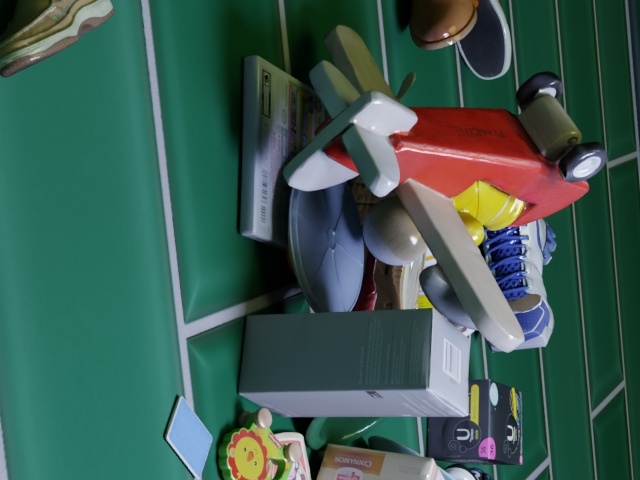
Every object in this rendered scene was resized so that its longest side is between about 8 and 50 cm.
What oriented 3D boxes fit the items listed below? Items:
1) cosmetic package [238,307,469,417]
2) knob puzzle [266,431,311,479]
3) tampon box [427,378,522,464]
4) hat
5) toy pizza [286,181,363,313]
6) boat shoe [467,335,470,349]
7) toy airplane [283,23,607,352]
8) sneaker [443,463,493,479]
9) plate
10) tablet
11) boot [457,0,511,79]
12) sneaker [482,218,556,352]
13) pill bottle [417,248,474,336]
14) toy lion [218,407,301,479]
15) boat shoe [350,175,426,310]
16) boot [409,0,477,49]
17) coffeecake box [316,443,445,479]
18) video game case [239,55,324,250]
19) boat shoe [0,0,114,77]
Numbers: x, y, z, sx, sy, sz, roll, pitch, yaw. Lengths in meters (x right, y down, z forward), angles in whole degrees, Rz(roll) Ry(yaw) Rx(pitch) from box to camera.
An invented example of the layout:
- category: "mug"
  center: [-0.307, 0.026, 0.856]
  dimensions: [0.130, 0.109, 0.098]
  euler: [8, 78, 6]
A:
- category: "cosmetic package"
  center: [0.039, 0.142, 1.701]
  dimensions: [0.127, 0.237, 0.107]
  euler: [36, 52, -56]
- category: "knob puzzle"
  center: [-0.040, 0.311, 1.754]
  dimensions: [0.213, 0.030, 0.213]
  euler: [-4, 90, -66]
- category: "tampon box"
  center: [0.237, 0.280, 2.288]
  dimensions: [0.161, 0.101, 0.121]
  euler: [23, 65, -63]
- category: "hat"
  center: [0.016, 0.138, 1.897]
  dimensions: [0.208, 0.183, 0.173]
  euler: [-17, 146, -39]
- category: "toy pizza"
  center: [0.000, 0.000, 1.815]
  dimensions: [0.201, 0.032, 0.201]
  euler: [27, 60, -61]
- category: "boat shoe"
  center: [0.191, 0.101, 2.244]
  dimensions: [0.065, 0.075, 0.206]
  euler: [-24, 114, -68]
- category: "toy airplane"
  center: [0.116, -0.068, 1.775]
  dimensions: [0.272, 0.384, 0.386]
  euler: [-57, -178, 40]
- category: "sneaker"
  center: [0.219, 0.379, 2.281]
  dimensions: [0.217, 0.079, 0.121]
  euler: [75, 22, -43]
- category: "plate"
  center: [0.135, 0.324, 1.980]
  dimensions: [0.024, 0.188, 0.188]
  euler: [-52, 140, -19]
- category: "tablet"
  center: [-0.138, 0.208, 1.575]
  dimensions: [0.083, 0.006, 0.054]
  euler: [61, 35, -43]
- category: "boot"
  center: [0.276, -0.403, 2.487]
  dimensions: [0.176, 0.088, 0.244]
  euler: [-54, 131, -57]
- category: "sneaker"
  center: [0.306, 0.022, 2.473]
  dimensions: [0.316, 0.127, 0.182]
  euler: [-78, 149, -45]
- category: "pill bottle"
  center: [0.156, 0.033, 2.118]
  dimensions: [0.117, 0.117, 0.215]
  euler: [-61, 141, -50]
- category: "toy lion"
  center: [-0.072, 0.244, 1.672]
  dimensions: [0.100, 0.034, 0.096]
  euler: [51, 45, -29]
- category: "boat shoe"
  center: [0.091, 0.019, 1.998]
  dimensions: [0.098, 0.109, 0.302]
  euler: [14, 80, -70]
- category: "boot"
  center: [0.162, -0.435, 2.196]
  dimensions: [0.283, 0.109, 0.220]
  euler: [-73, 150, -42]
- category: "coffeecake box"
  center: [0.091, 0.333, 1.883]
  dimensions: [0.185, 0.142, 0.068]
  euler: [61, 40, -52]
- category: "video game case"
  center: [-0.044, -0.095, 1.804]
  dimensions: [0.193, 0.023, 0.213]
  euler: [21, 67, -64]
- category: "boat shoe"
  center: [-0.248, -0.202, 1.324]
  dimensions: [0.072, 0.068, 0.190]
  euler: [65, 20, -16]
